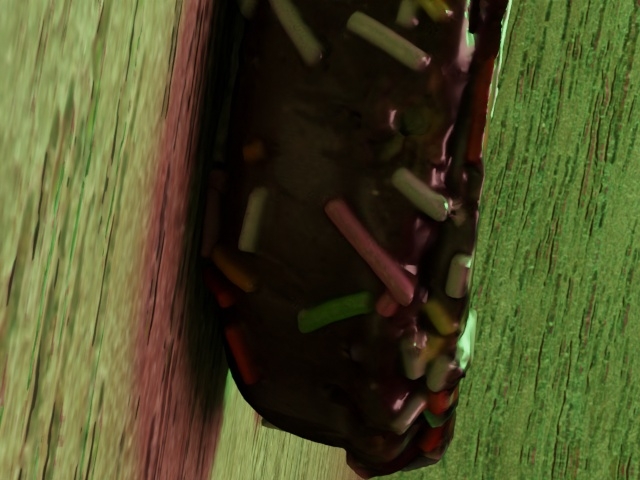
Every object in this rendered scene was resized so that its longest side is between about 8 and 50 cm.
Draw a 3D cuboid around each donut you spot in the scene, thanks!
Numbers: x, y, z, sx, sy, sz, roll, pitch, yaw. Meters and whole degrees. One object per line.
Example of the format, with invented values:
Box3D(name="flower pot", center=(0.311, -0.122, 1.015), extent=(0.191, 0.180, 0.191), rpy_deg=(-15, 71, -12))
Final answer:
Box3D(name="donut", center=(0.025, -0.059, 0.693), extent=(0.259, 0.136, 0.345), rpy_deg=(60, 37, -78))
